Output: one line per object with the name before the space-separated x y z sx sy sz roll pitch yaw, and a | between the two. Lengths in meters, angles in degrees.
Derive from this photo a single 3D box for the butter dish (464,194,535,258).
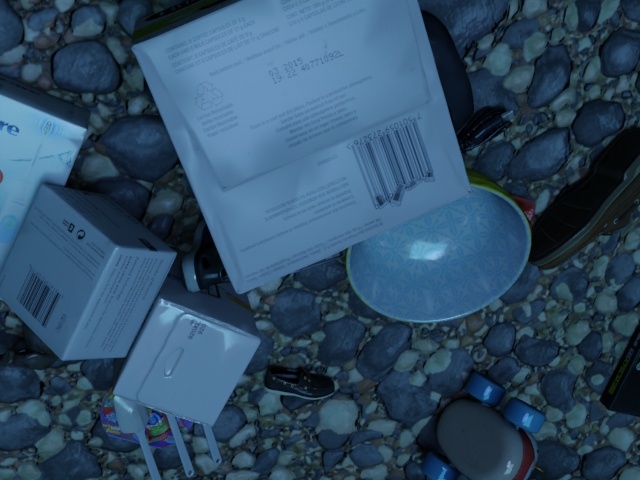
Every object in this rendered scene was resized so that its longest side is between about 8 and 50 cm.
butter dish | 0.303 0.003 1.366 0.160 0.118 0.160 12 109 -17

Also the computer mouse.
computer mouse | 0.193 -0.242 1.267 0.188 0.072 0.272 -31 115 2

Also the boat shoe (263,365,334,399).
boat shoe | -0.035 0.257 1.427 0.132 0.049 0.042 9 117 -12

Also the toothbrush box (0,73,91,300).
toothbrush box | -0.490 -0.088 1.143 0.216 0.126 0.296 23 104 -21

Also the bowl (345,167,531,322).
bowl | 0.176 -0.022 1.265 0.289 0.156 0.290 -3 131 -4

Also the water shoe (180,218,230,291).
water shoe | -0.157 0.022 1.218 0.080 0.203 0.073 -5 116 7

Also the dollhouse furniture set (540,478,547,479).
dollhouse furniture set | 0.303 0.569 1.591 0.303 0.286 0.198 -36 88 -21

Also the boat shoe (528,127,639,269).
boat shoe | 0.498 -0.051 1.390 0.307 0.111 0.104 -46 119 5

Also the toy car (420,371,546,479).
toy car | 0.360 0.408 1.510 0.238 0.210 0.219 27 92 -34

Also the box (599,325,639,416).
box | 0.694 0.279 1.607 0.190 0.045 0.184 15 105 -18

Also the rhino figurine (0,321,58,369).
rhino figurine | -0.434 0.108 1.256 0.106 0.073 0.243 11 112 -53

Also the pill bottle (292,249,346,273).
pill bottle | 0.000 0.000 1.316 0.137 0.078 0.078 -18 114 -6

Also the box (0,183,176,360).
box | -0.330 0.045 1.098 0.119 0.181 0.182 9 112 -59

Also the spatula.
spatula | -0.263 0.337 1.398 0.168 0.019 0.242 -27 120 -30

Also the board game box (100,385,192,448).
board game box | -0.306 0.315 1.397 0.168 0.033 0.133 21 105 -19

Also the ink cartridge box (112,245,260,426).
ink cartridge box | -0.217 0.142 1.237 0.168 0.233 0.171 24 105 -21

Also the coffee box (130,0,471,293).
coffee box | -0.039 -0.194 1.088 0.337 0.334 0.338 -23 113 -3
